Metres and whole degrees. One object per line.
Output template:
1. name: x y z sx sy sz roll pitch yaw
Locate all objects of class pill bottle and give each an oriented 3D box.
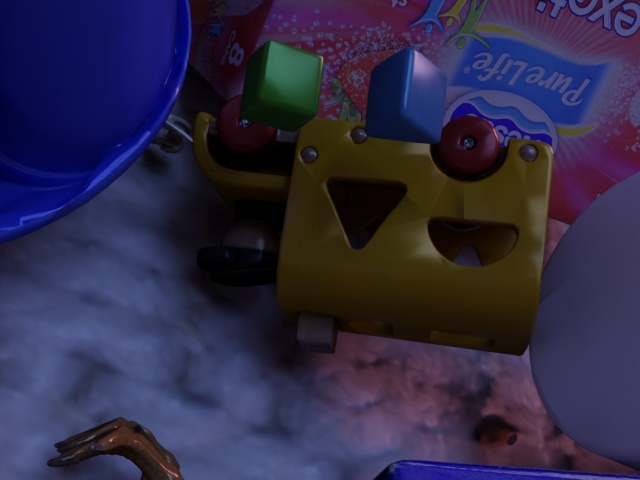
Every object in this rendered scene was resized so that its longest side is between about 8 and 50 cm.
1. pill bottle: 0.250 0.078 0.542 0.283 0.161 0.161 23 40 -31

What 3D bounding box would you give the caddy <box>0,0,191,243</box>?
1. caddy: -0.192 -0.152 0.449 0.241 0.179 0.341 -18 63 -23

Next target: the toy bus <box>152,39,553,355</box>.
1. toy bus: 0.011 0.000 0.514 0.191 0.202 0.104 19 73 -35

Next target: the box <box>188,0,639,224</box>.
1. box: 0.088 -0.115 0.626 0.300 0.154 0.142 18 17 -27

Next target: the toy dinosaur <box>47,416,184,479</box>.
1. toy dinosaur: -0.051 0.117 0.403 0.211 0.064 0.112 -24 90 -41

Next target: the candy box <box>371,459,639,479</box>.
1. candy box: 0.132 0.237 0.299 0.268 0.122 0.317 8 53 -17
